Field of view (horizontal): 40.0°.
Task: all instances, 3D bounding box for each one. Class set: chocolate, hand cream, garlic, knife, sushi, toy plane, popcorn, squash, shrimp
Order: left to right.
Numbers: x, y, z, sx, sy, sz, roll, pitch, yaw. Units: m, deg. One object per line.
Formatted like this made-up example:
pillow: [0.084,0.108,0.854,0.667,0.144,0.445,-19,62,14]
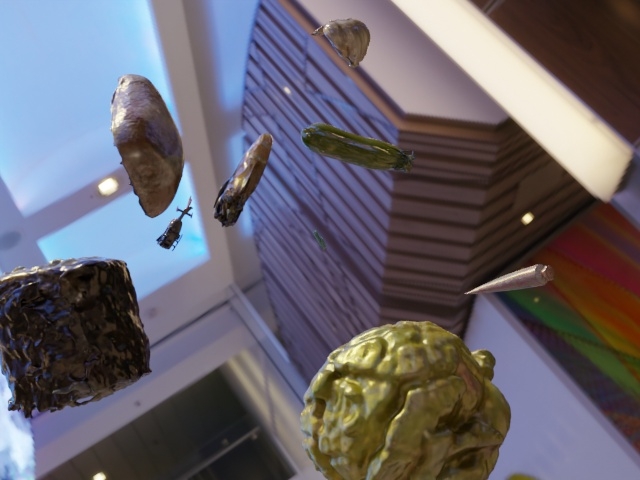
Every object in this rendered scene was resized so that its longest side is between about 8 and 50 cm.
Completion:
sushi: [-0.500,0.184,1.762,0.299,0.294,0.281,-18,-7,35]
chocolate: [-0.312,-0.190,1.628,0.100,0.303,0.185,-23,-56,3]
toy plane: [-0.302,-0.030,1.827,0.037,0.060,0.145,27,-63,-19]
shrimp: [-0.133,-0.078,1.389,0.152,0.046,0.219,-53,11,43]
knife: [0.000,0.000,1.801,0.014,0.005,0.091,-57,-25,-13]
garlic: [0.051,-0.366,1.600,0.074,0.094,0.113,-37,-7,39]
squash: [0.056,-0.140,1.350,0.052,0.183,0.052,15,-90,-80]
popcorn: [0.106,0.208,1.028,0.259,0.212,0.259,-7,-55,-10]
hand cream: [0.400,0.086,1.849,0.067,0.043,0.210,-18,-1,-41]
